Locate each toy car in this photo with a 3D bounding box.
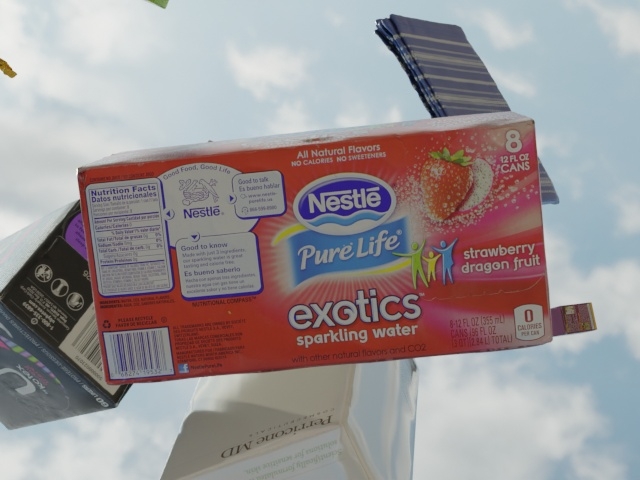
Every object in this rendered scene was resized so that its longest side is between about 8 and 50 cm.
[{"bbox_3d":[-0.459,-0.217,1.607,0.122,0.060,0.040,6,-145,-51],"label":"toy car"}]

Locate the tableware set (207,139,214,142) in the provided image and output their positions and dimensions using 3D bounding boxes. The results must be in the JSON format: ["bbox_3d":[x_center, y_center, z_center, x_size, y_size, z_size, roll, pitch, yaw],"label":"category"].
[{"bbox_3d":[-0.051,-0.090,1.555,0.194,0.039,0.128,12,-175,-1],"label":"tableware set"}]

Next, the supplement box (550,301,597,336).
[{"bbox_3d":[0.462,0.146,2.298,0.083,0.043,0.055,-3,-101,-35],"label":"supplement box"}]

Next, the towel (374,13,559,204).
[{"bbox_3d":[0.222,-0.191,1.866,0.243,0.040,0.336,-7,-115,-55],"label":"towel"}]

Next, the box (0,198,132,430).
[{"bbox_3d":[-0.292,0.087,1.309,0.165,0.270,0.143,46,-124,-18],"label":"box"}]

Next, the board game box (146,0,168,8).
[{"bbox_3d":[-0.199,-0.381,1.497,0.092,0.181,0.043,23,-176,11],"label":"board game box"}]

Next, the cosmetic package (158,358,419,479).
[{"bbox_3d":[-0.016,0.185,1.254,0.197,0.155,0.365,-21,-163,12],"label":"cosmetic package"}]

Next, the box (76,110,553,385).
[{"bbox_3d":[0.000,0.000,0.737,0.257,0.128,0.122,-6,-171,4],"label":"box"}]
